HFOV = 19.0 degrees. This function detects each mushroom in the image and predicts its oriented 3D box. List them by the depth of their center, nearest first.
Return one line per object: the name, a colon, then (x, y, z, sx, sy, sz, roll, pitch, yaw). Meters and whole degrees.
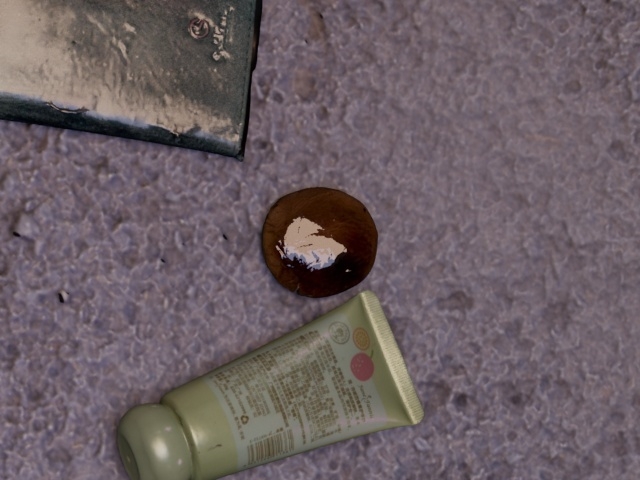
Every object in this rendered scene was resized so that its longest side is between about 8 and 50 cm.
mushroom: (0.000, 0.000, 1.961, 0.123, 0.052, 0.123, 3, 78, -15)

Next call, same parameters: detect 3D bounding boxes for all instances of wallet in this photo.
wallet: (-0.248, -0.200, 1.917, 0.379, 0.046, 0.190, 8, 81, -16)

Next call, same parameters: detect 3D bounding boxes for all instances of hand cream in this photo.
hand cream: (-0.052, 0.162, 1.901, 0.306, 0.093, 0.147, -20, 83, -20)
